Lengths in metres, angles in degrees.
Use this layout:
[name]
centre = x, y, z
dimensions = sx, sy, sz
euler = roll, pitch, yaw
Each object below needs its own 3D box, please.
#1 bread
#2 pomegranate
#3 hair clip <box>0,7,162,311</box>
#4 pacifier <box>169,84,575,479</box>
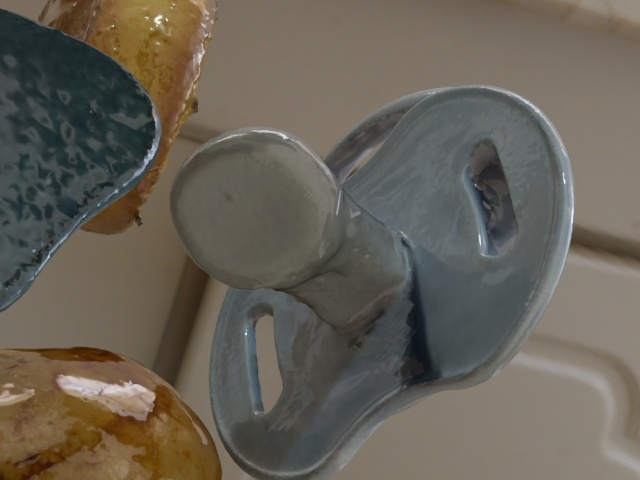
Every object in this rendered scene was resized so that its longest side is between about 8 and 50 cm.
[bread]
centre = -0.233, -0.133, 1.569
dimensions = 0.194, 0.340, 0.179
euler = 21, 22, -18
[pomegranate]
centre = -0.164, 0.177, 0.847
dimensions = 0.248, 0.248, 0.248
euler = 16, 26, -8
[hair clip]
centre = -0.222, -0.069, 0.428
dimensions = 0.392, 0.238, 0.318
euler = 18, 48, -13
[pacifier]
centre = 0.000, 0.000, 0.838
dimensions = 0.207, 0.279, 0.227
euler = 26, 39, -40
